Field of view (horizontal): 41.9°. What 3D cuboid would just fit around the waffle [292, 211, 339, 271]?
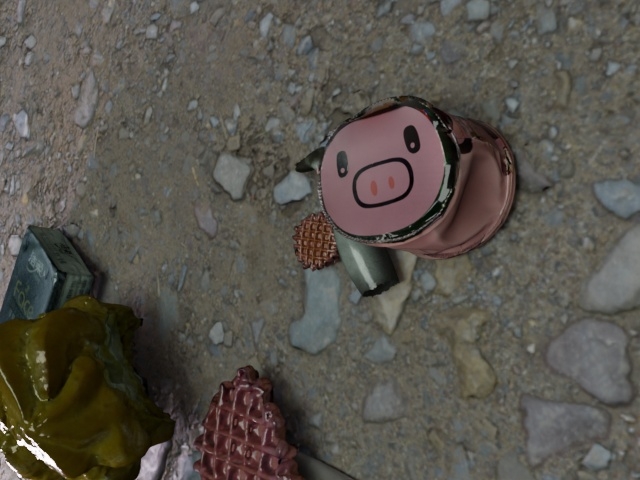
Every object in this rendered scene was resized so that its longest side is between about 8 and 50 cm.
[{"bbox_3d":[0.000,0.000,1.114,0.083,0.029,0.075,-38,68,28],"label":"waffle"}]

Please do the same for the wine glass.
[{"bbox_3d":[0.034,-0.022,1.062,0.066,0.066,0.198,-37,70,33],"label":"wine glass"}]

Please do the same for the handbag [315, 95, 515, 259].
[{"bbox_3d":[0.109,-0.070,0.967,0.205,0.116,0.179,-16,76,41],"label":"handbag"}]

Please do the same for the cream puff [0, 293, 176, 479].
[{"bbox_3d":[-0.401,0.235,1.267,0.274,0.270,0.323,-37,63,16],"label":"cream puff"}]

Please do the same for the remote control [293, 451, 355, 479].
[{"bbox_3d":[0.029,0.344,1.062,0.229,0.044,0.073,19,103,41],"label":"remote control"}]

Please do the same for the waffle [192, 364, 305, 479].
[{"bbox_3d":[-0.110,0.305,1.162,0.234,0.056,0.221,-54,49,37],"label":"waffle"}]

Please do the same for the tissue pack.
[{"bbox_3d":[-0.502,0.126,1.498,0.185,0.081,0.257,39,113,44],"label":"tissue pack"}]
